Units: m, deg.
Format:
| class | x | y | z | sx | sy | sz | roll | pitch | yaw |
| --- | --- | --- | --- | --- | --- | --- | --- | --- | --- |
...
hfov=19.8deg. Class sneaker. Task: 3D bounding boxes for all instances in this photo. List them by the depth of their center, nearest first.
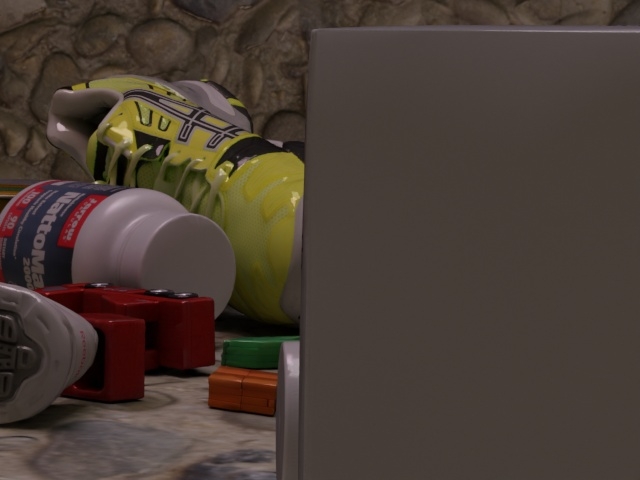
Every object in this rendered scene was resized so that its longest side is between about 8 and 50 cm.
| class | x | y | z | sx | sy | sz | roll | pitch | yaw |
| --- | --- | --- | --- | --- | --- | --- | --- | --- | --- |
| sneaker | -0.229 | 0.054 | 1.006 | 0.232 | 0.090 | 0.115 | 12 | 0 | 15 |
| sneaker | -0.100 | -0.030 | 1.407 | 0.147 | 0.145 | 0.384 | 5 | 15 | -28 |

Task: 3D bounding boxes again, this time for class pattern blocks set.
| class | x | y | z | sx | sy | sz | roll | pitch | yaw |
| --- | --- | --- | --- | --- | --- | --- | --- | --- | --- |
| pattern blocks set | 0.071 | 0.079 | 1.070 | 0.285 | 0.026 | 0.325 | -1 | 5 | -35 |

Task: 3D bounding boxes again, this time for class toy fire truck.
| class | x | y | z | sx | sy | sz | roll | pitch | yaw |
| --- | --- | --- | --- | --- | --- | --- | --- | --- | --- |
| toy fire truck | -0.139 | 0.058 | 1.123 | 0.135 | 0.047 | 0.192 | -4 | 7 | -44 |

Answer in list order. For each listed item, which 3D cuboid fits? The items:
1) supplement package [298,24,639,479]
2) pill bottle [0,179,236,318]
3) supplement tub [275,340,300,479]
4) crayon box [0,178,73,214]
| class | x | y | z | sx | sy | sz | roll | pitch | yaw |
| --- | --- | --- | --- | --- | --- | --- | --- | --- | --- |
| supplement package | 0.077 | 0.030 | 0.590 | 0.149 | 0.194 | 0.203 | 1 | 4 | 6 |
| pill bottle | -0.145 | 0.014 | 1.297 | 0.108 | 0.108 | 0.180 | -2 | 5 | -40 |
| supplement tub | 0.036 | 0.077 | 0.781 | 0.107 | 0.071 | 0.071 | 1 | 4 | -5 |
| crayon box | -0.336 | -0.014 | 1.771 | 0.203 | 0.083 | 0.323 | 1 | 4 | -9 |
